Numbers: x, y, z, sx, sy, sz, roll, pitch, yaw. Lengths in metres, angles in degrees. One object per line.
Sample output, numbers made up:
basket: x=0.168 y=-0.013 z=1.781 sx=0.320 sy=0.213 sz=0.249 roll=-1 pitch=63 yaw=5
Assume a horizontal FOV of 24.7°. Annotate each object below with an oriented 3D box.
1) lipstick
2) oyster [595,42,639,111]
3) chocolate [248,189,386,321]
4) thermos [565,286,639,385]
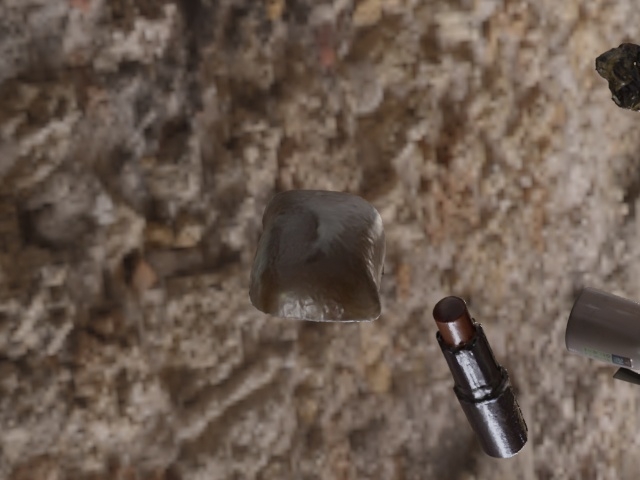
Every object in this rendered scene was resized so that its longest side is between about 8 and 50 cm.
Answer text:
lipstick: x=0.222 y=0.191 z=2.044 sx=0.081 sy=0.300 sz=0.081 roll=-14 pitch=-140 yaw=12
oyster: x=0.318 y=-0.167 z=1.505 sx=0.054 sy=0.083 sz=0.019 roll=-32 pitch=159 yaw=19
chocolate: x=-0.002 y=-0.001 z=1.720 sx=0.157 sy=0.080 sz=0.254 roll=2 pitch=-152 yaw=3
thermos: x=0.477 y=0.159 z=2.196 sx=0.193 sy=0.137 sz=0.105 roll=17 pitch=-143 yaw=29
